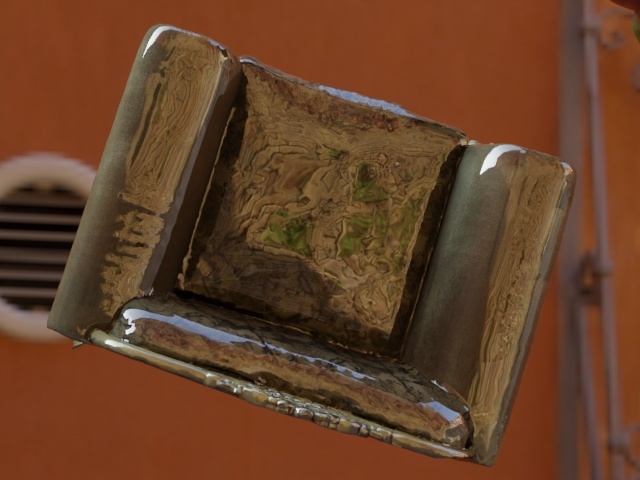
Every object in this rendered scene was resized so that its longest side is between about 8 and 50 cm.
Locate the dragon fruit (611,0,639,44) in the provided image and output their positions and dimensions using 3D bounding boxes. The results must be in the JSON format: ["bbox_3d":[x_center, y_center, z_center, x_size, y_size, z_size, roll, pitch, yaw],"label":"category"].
[{"bbox_3d":[0.215,-0.220,1.044,0.198,0.200,0.269,30,1,26],"label":"dragon fruit"}]

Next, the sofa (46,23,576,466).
[{"bbox_3d":[0.000,0.000,1.013,0.258,0.200,0.182,19,-7,-10],"label":"sofa"}]
